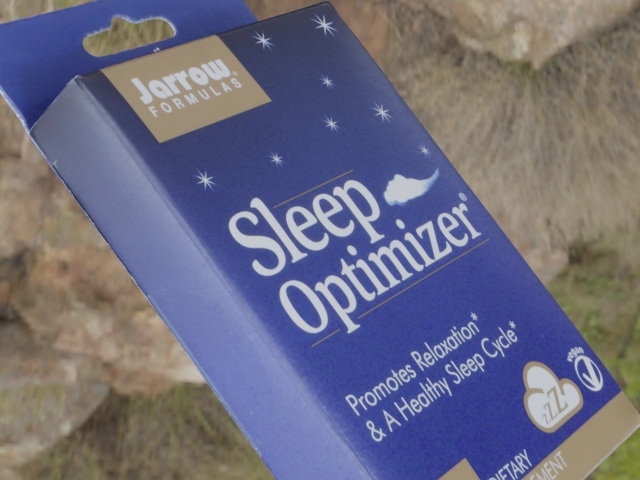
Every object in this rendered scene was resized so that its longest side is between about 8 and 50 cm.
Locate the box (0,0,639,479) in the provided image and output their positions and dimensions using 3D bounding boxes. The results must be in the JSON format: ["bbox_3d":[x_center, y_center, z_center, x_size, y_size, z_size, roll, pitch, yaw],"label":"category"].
[{"bbox_3d":[0.000,0.000,0.506,0.225,0.136,0.036,52,128,8],"label":"box"}]
